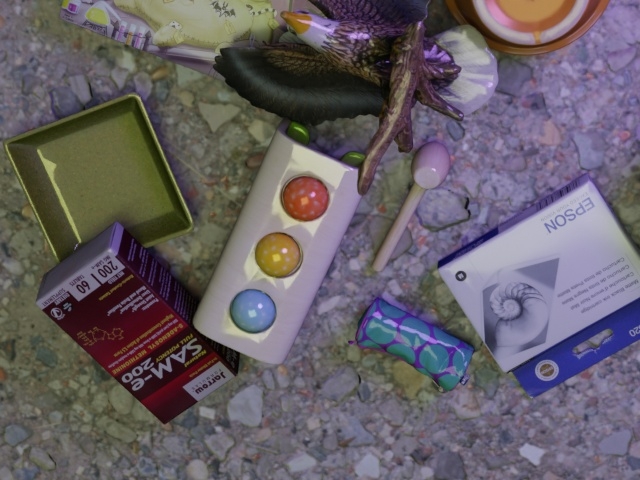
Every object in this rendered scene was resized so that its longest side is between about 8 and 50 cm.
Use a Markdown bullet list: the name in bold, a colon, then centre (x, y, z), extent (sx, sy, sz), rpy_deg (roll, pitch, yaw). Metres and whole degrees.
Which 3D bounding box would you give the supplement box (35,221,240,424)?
- **supplement box**: centre (-0.225, 0.106, 1.870), extent (0.130, 0.073, 0.239), rpy_deg (-35, 115, 18)

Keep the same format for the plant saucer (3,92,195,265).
- **plant saucer**: centre (-0.270, -0.074, 1.858), extent (0.188, 0.045, 0.188), rpy_deg (-19, 105, 13)

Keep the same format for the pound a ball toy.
- **pound a ball toy**: centre (0.000, 0.000, 1.803), extent (0.208, 0.136, 0.319), rpy_deg (25, 110, -2)

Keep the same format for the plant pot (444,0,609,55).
- **plant pot**: centre (0.229, -0.295, 1.650), extent (0.205, 0.188, 0.205), rpy_deg (2, 109, 6)

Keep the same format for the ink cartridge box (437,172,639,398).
- **ink cartridge box**: centre (0.293, 0.066, 1.837), extent (0.223, 0.045, 0.224), rpy_deg (-32, 102, 15)

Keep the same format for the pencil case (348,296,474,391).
- **pencil case**: centre (0.117, 0.132, 1.869), extent (0.152, 0.064, 0.070), rpy_deg (28, 89, -2)

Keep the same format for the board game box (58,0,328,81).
- **board game box**: centre (-0.117, -0.299, 1.767), extent (0.347, 0.056, 0.208), rpy_deg (20, 105, 0)

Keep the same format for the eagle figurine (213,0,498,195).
- **eagle figurine**: centre (0.026, -0.222, 1.652), extent (0.226, 0.298, 0.225), rpy_deg (-38, 128, -9)
